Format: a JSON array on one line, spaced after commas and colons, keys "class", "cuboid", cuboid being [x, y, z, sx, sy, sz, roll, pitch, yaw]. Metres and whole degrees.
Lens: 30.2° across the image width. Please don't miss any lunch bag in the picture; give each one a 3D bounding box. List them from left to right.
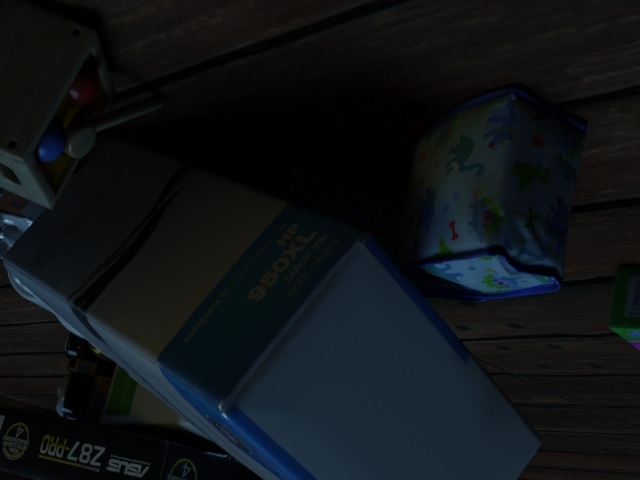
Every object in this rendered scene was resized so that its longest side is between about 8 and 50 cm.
[{"class": "lunch bag", "cuboid": [0.111, -0.026, 0.869, 0.096, 0.129, 0.151, 24, 159, -31]}]

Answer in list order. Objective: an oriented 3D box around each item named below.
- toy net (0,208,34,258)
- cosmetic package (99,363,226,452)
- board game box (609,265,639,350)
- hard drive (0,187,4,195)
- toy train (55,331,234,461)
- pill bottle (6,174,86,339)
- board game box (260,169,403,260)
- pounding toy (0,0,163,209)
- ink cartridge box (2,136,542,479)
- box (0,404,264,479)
[{"class": "toy net", "cuboid": [-0.349, -0.053, 1.101, 0.122, 0.045, 0.232, -13, 119, 45]}, {"class": "cosmetic package", "cuboid": [-0.135, 0.177, 1.590, 0.155, 0.197, 0.365, 24, 159, -28]}, {"class": "board game box", "cuboid": [0.457, 0.107, 1.152, 0.242, 0.064, 0.316, -1, 158, 38]}, {"class": "hard drive", "cuboid": [-0.536, -0.050, 1.265, 0.353, 0.047, 0.233, -10, 168, 42]}, {"class": "toy train", "cuboid": [-0.253, 0.236, 1.875, 0.333, 0.190, 0.142, 12, 163, 1]}, {"class": "pill bottle", "cuboid": [-0.185, 0.046, 1.262, 0.160, 0.160, 0.283, 1, 159, 35]}, {"class": "board game box", "cuboid": [0.000, 0.000, 1.172, 0.160, 0.047, 0.210, 20, 163, -19]}, {"class": "pounding toy", "cuboid": [-0.197, -0.098, 0.893, 0.100, 0.130, 0.141, 24, 164, 6]}, {"class": "ink cartridge box", "cuboid": [-0.054, 0.089, 0.999, 0.395, 0.166, 0.285, 22, 159, 51]}, {"class": "box", "cuboid": [-0.275, 0.324, 1.678, 0.394, 0.097, 0.318, 4, 164, 34]}]
